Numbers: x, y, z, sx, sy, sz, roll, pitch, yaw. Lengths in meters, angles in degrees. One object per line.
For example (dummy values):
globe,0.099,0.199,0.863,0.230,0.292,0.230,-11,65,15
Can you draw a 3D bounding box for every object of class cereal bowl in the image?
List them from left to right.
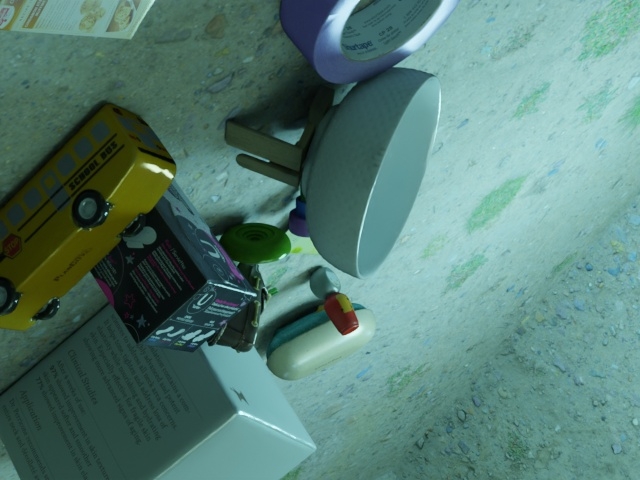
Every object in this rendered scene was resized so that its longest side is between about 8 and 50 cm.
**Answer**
cereal bowl,0.065,-0.118,1.855,0.339,0.141,0.339,20,90,-76

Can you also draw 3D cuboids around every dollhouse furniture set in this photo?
dollhouse furniture set,-0.064,-0.178,1.868,0.144,0.123,0.151,100,12,-60

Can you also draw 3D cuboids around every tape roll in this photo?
tape roll,0.080,-0.350,1.662,0.275,0.090,0.275,-32,157,-15

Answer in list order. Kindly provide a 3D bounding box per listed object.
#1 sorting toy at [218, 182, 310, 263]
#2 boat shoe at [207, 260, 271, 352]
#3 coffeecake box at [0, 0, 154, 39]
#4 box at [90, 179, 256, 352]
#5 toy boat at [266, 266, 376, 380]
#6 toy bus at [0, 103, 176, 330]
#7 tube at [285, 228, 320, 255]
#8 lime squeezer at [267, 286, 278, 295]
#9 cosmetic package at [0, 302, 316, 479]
sorting toy,-0.130,-0.033,2.006,0.365,0.127,0.126,-22,124,-40
boat shoe,-0.141,0.104,2.033,0.116,0.096,0.324,-59,-174,15
coffeecake box,-0.281,-0.277,1.190,0.185,0.142,0.068,-8,143,-51
box,-0.235,0.020,1.708,0.142,0.247,0.163,-41,158,12
toy boat,0.007,0.175,2.557,0.267,0.148,0.318,-22,162,-21
toy bus,-0.350,-0.023,1.608,0.332,0.130,0.108,-42,158,13
tube,0.000,0.000,2.282,0.240,0.062,0.070,8,91,-54
lime squeezer,-0.199,0.210,2.351,0.310,0.110,0.059,-63,145,-17
cosmetic package,-0.292,0.331,2.079,0.393,0.329,0.327,-39,148,7
